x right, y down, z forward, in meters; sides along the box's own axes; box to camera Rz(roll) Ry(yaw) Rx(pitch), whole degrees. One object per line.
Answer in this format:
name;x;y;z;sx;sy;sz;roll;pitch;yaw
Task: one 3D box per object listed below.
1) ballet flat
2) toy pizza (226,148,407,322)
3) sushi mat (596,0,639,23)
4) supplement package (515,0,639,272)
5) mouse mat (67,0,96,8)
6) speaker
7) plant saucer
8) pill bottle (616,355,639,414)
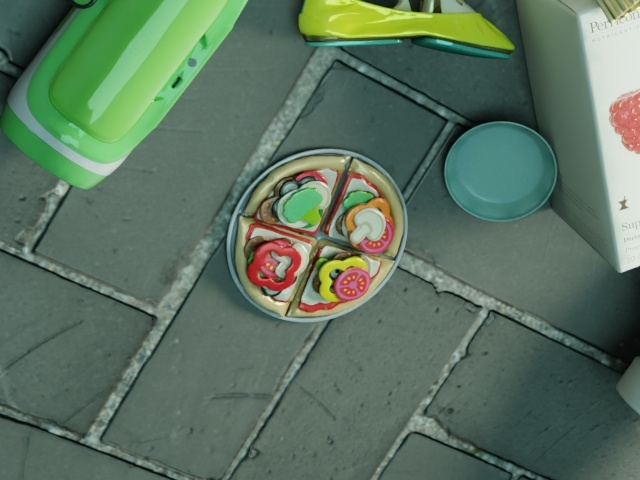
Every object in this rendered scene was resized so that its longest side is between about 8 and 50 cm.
ballet flat;0.091;-0.226;1.627;0.231;0.077;0.077;2;96;-17
toy pizza;0.000;0.000;1.720;0.201;0.032;0.201;-7;116;-15
sushi mat;0.255;-0.373;1.540;0.151;0.019;0.316;-30;83;-2
supplement package;0.328;-0.150;1.677;0.177;0.175;0.293;-19;118;-8
mouse mat;-0.211;-0.324;1.466;0.152;0.007;0.189;40;98;8
speaker;-0.170;-0.195;1.522;0.131;0.131;0.296;34;100;-28
plant saucer;0.192;-0.077;1.738;0.119;0.021;0.119;2;119;4
pill bottle;0.520;0.057;1.808;0.229;0.229;0.407;31;102;-28
